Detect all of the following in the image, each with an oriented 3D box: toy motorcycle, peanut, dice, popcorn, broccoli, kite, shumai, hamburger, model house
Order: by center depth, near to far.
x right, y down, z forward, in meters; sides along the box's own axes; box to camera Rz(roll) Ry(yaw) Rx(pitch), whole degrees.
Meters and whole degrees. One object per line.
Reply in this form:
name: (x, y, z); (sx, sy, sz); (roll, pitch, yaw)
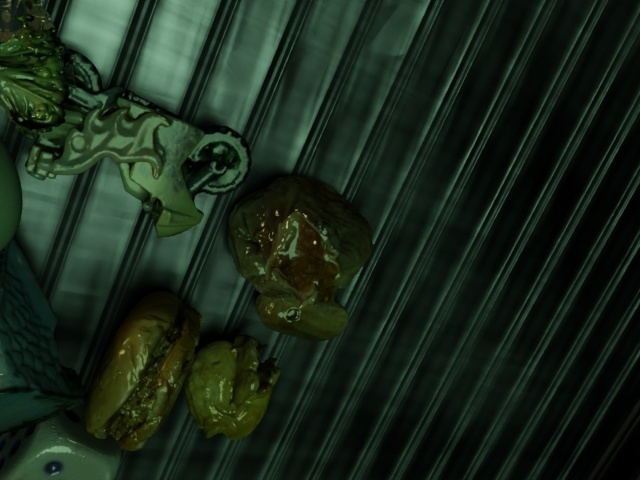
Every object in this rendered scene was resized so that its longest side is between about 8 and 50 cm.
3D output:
broccoli: (-0.498, -0.251, 0.933); (0.304, 0.145, 0.165); (12, 86, -49)
kite: (-0.451, -0.389, 1.016); (0.314, 0.011, 0.335); (-12, 113, 16)
model house: (-0.649, 0.171, 1.155); (0.360, 0.339, 0.297); (-21, 164, 1)
toy motorcycle: (-0.333, -0.156, 1.175); (0.410, 0.169, 0.237); (26, 93, -21)
hamburger: (-0.344, 0.252, 1.309); (0.158, 0.318, 0.318); (28, 101, -7)
shumai: (0.000, 0.000, 1.312); (0.314, 0.262, 0.267); (0, 92, -24)
dice: (-0.528, 0.428, 1.341); (0.193, 0.194, 0.192); (-46, 122, 3)
popcorn: (-0.198, 0.316, 1.448); (0.190, 0.191, 0.253); (26, 101, 3)
peanut: (-0.033, 0.160, 1.488); (0.236, 0.110, 0.120); (18, 91, -31)

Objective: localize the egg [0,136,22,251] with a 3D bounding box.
egg: (-0.627, -0.116, 0.995); (0.276, 0.276, 0.389); (-41, 119, -2)
